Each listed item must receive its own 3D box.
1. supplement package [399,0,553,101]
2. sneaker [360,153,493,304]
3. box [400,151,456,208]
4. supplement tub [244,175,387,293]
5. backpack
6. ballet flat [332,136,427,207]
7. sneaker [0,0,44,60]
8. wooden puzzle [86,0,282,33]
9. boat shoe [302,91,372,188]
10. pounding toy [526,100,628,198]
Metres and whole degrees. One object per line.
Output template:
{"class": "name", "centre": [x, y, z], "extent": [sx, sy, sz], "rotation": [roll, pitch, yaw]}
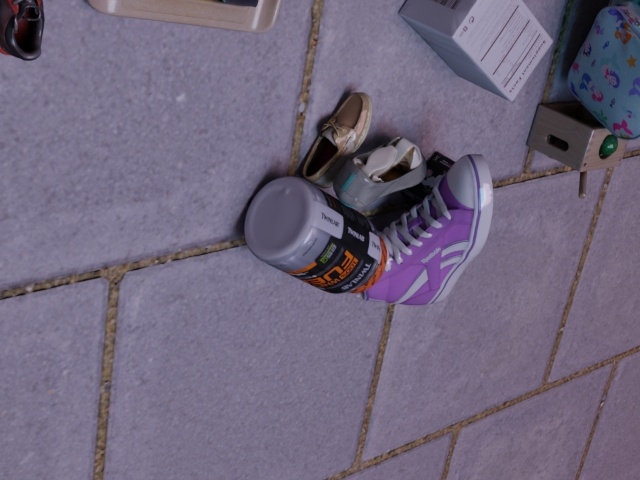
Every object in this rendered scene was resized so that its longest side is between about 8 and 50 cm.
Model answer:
{"class": "supplement package", "centre": [0.208, -0.281, 1.376], "extent": [0.105, 0.105, 0.179], "rotation": [-56, 140, 1]}
{"class": "sneaker", "centre": [0.130, -0.004, 1.441], "extent": [0.161, 0.102, 0.282], "rotation": [1, 135, -20]}
{"class": "box", "centre": [0.170, -0.074, 1.519], "extent": [0.083, 0.052, 0.062], "rotation": [-47, 139, -7]}
{"class": "supplement tub", "centre": [0.000, 0.000, 1.355], "extent": [0.190, 0.117, 0.117], "rotation": [28, 95, -49]}
{"class": "backpack", "centre": [0.507, -0.249, 1.537], "extent": [0.191, 0.253, 0.225], "rotation": [-30, 157, -27]}
{"class": "ballet flat", "centre": [0.094, -0.101, 1.374], "extent": [0.213, 0.072, 0.068], "rotation": [-31, 156, -51]}
{"class": "sneaker", "centre": [-0.278, -0.240, 0.966], "extent": [0.061, 0.065, 0.158], "rotation": [-25, 131, -31]}
{"class": "wooden puzzle", "centre": [-0.113, -0.329, 1.082], "extent": [0.238, 0.044, 0.221], "rotation": [-2, 117, -43]}
{"class": "boat shoe", "centre": [0.021, -0.130, 1.340], "extent": [0.045, 0.050, 0.135], "rotation": [12, 107, -53]}
{"class": "pounding toy", "centre": [0.407, -0.145, 1.632], "extent": [0.130, 0.141, 0.100], "rotation": [-10, 123, -40]}
